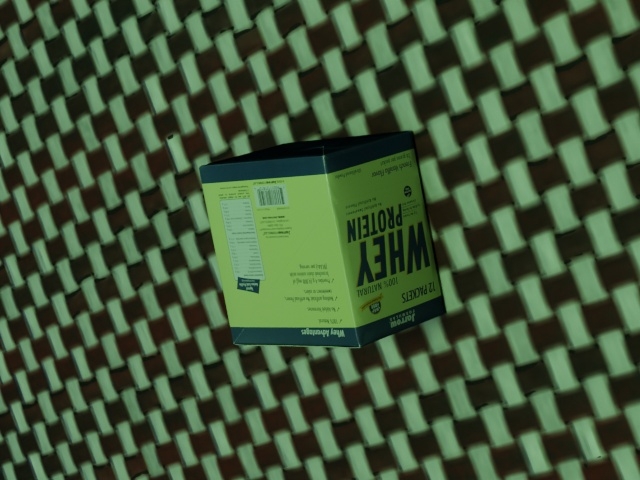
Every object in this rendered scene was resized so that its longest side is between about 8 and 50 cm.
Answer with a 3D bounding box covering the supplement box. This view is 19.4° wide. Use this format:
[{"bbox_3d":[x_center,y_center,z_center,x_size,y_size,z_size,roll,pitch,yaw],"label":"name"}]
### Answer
[{"bbox_3d":[0.000,0.000,0.825,0.083,0.056,0.083,-2,102,46],"label":"supplement box"}]
